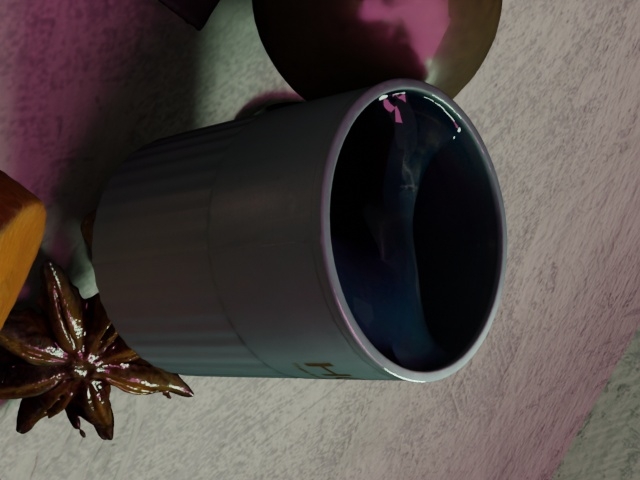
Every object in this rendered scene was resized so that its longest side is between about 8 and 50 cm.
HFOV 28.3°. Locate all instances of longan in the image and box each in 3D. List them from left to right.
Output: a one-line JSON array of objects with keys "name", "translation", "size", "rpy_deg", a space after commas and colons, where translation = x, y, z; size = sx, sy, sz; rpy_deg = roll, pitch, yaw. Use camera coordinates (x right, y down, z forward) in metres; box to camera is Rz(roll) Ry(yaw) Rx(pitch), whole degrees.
[{"name": "longan", "translation": [0.053, -0.236, 1.219], "size": [0.258, 0.258, 0.258], "rpy_deg": [-35, 147, -27]}]

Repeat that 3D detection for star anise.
[{"name": "star anise", "translation": [-0.251, 0.105, 1.332], "size": [0.271, 0.102, 0.272], "rpy_deg": [-9, 131, -11]}]

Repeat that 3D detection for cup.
[{"name": "cup", "translation": [-0.010, -0.016, 1.199], "size": [0.331, 0.311, 0.257], "rpy_deg": [-46, 119, -42]}]

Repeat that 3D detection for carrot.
[{"name": "carrot", "translation": [-0.318, 0.055, 1.034], "size": [0.258, 0.100, 0.307], "rpy_deg": [-67, -173, -23]}]

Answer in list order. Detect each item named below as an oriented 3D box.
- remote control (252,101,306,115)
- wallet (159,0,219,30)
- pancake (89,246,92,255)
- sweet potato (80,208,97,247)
[{"name": "remote control", "translation": [-0.007, -0.116, 1.480], "size": [0.256, 0.045, 0.097], "rpy_deg": [-9, 131, -54]}, {"name": "wallet", "translation": [-0.049, -0.386, 1.066], "size": [0.406, 0.062, 0.228], "rpy_deg": [-57, 158, 3]}, {"name": "pancake", "translation": [-0.206, -0.008, 1.350], "size": [0.108, 0.017, 0.108], "rpy_deg": [-39, 148, -30]}, {"name": "sweet potato", "translation": [-0.152, 0.031, 1.363], "size": [0.114, 0.092, 0.341], "rpy_deg": [-35, 153, -4]}]
